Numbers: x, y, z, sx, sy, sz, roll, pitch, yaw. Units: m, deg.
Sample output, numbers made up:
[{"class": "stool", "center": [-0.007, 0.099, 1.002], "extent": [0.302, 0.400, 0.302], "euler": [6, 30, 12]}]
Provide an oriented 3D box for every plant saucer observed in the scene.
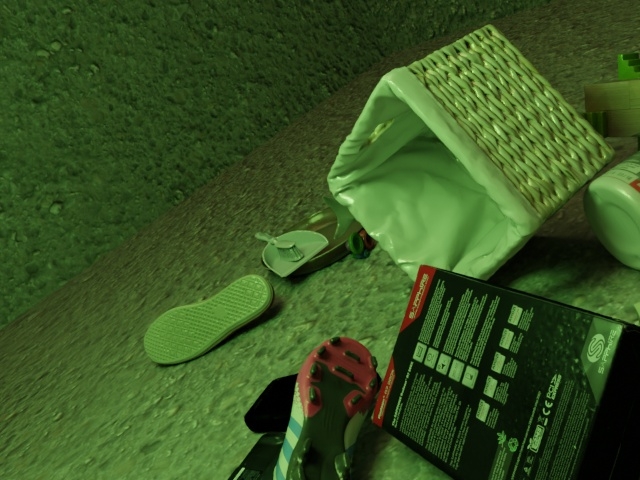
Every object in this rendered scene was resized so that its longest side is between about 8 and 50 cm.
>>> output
[{"class": "plant saucer", "center": [0.000, 0.000, 1.898], "extent": [0.311, 0.050, 0.310], "euler": [-25, 18, 9]}]

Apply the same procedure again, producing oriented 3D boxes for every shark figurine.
[{"class": "shark figurine", "center": [0.151, -0.053, 1.633], "extent": [0.166, 0.116, 0.278], "euler": [-33, 41, -32]}]

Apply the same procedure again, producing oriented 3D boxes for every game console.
[{"class": "game console", "center": [-0.064, 0.312, 1.188], "extent": [0.213, 0.044, 0.361], "euler": [-14, 23, 40]}]

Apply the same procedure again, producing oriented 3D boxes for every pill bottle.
[{"class": "pill bottle", "center": [0.560, -0.090, 1.179], "extent": [0.283, 0.161, 0.161], "euler": [-32, 19, -10]}]

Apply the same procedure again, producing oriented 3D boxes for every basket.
[{"class": "basket", "center": [0.237, -0.121, 1.303], "extent": [0.266, 0.331, 0.328], "euler": [-36, -12, -29]}]

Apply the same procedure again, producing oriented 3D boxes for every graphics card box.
[{"class": "graphics card box", "center": [0.212, 0.172, 0.906], "extent": [0.371, 0.094, 0.232], "euler": [15, 87, 65]}]

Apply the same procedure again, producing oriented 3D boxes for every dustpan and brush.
[{"class": "dustpan and brush", "center": [-0.095, 0.013, 1.828], "extent": [0.147, 0.060, 0.211], "euler": [-37, 21, -23]}]

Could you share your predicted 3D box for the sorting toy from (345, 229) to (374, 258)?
[{"class": "sorting toy", "center": [0.081, 0.011, 1.737], "extent": [0.042, 0.061, 0.102], "euler": [-15, 0, 35]}]

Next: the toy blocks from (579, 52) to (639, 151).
[{"class": "toy blocks", "center": [0.668, -0.248, 1.372], "extent": [0.382, 0.190, 0.261], "euler": [-12, 12, -29]}]

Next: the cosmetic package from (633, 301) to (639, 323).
[{"class": "cosmetic package", "center": [0.509, 0.098, 0.813], "extent": [0.296, 0.129, 0.153], "euler": [-23, 18, 17]}]

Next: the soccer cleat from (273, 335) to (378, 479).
[{"class": "soccer cleat", "center": [-0.007, 0.268, 1.069], "extent": [0.143, 0.116, 0.331], "euler": [-61, 4, 34]}]

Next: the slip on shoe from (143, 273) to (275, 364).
[{"class": "slip on shoe", "center": [-0.240, 0.178, 1.708], "extent": [0.331, 0.123, 0.101], "euler": [-29, -14, 11]}]
